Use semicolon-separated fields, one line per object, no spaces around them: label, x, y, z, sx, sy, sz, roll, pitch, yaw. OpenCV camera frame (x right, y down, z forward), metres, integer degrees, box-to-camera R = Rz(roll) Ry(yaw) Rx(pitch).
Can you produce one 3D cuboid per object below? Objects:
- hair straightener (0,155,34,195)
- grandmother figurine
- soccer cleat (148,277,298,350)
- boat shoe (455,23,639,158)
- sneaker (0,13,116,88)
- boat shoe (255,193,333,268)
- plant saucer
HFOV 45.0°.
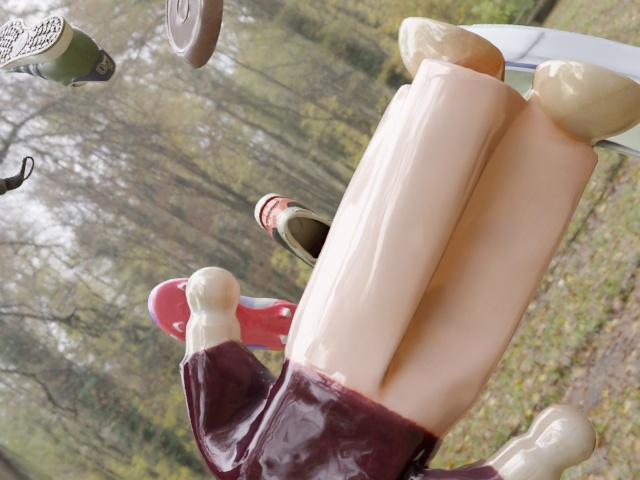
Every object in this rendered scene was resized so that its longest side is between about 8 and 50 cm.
hair straightener;-0.411;-0.050;0.793;0.231;0.047;0.089;-21;18;-26
grandmother figurine;0.016;0.071;0.366;0.104;0.208;0.342;28;-96;-61
soccer cleat;-0.120;0.099;0.975;0.095;0.248;0.082;-6;76;45
boat shoe;0.222;-0.116;0.653;0.109;0.303;0.094;1;-76;-64
sneaker;-0.296;-0.198;0.856;0.192;0.086;0.064;11;75;47
boat shoe;0.000;0.000;0.690;0.043;0.137;0.049;26;85;46
plant saucer;-0.186;-0.332;1.106;0.029;0.168;0.168;-4;-39;-32
